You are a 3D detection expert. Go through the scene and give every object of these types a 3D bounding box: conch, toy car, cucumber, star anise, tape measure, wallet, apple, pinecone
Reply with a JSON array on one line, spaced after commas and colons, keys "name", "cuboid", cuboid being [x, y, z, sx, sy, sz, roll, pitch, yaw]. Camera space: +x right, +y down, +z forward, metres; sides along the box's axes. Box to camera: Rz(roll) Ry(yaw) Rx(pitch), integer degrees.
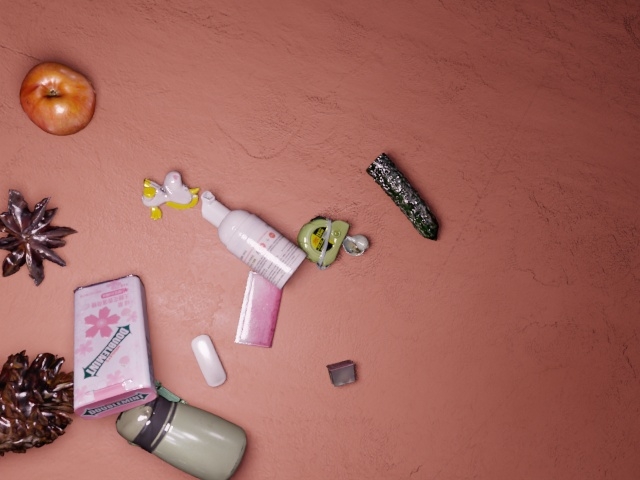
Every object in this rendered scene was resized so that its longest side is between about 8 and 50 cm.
[{"name": "conch", "cuboid": [0.123, 0.014, 1.506, 0.085, 0.056, 0.076, 24, 95, 22]}, {"name": "toy car", "cuboid": [-0.473, 0.476, 1.312, 0.186, 0.058, 0.093, 43, 77, -16]}, {"name": "cucumber", "cuboid": [0.303, -0.143, 1.547, 0.096, 0.096, 0.359, -40, 90, -14]}, {"name": "star anise", "cuboid": [-0.837, -0.007, 1.278, 0.212, 0.129, 0.283, -14, 94, -7]}, {"name": "tape measure", "cuboid": [0.000, 0.000, 1.465, 0.154, 0.087, 0.177, 26, 79, -19]}, {"name": "wallet", "cuboid": [-0.194, 0.222, 1.424, 0.119, 0.025, 0.232, 12, 79, -9]}, {"name": "apple", "cuboid": [-0.783, -0.425, 1.324, 0.209, 0.164, 0.209, 1, 84, -13]}, {"name": "pinecone", "cuboid": [-0.786, 0.416, 1.154, 0.296, 0.298, 0.242, -4, 38, -22]}]

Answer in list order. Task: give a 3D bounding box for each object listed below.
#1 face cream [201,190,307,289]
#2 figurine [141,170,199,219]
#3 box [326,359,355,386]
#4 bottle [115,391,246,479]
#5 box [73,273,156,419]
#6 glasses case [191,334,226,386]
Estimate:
[{"name": "face cream", "cuboid": [-0.228, -0.012, 1.391, 0.369, 0.145, 0.145, 38, 76, 2]}, {"name": "figurine", "cuboid": [-0.474, -0.150, 1.396, 0.178, 0.109, 0.130, -20, 113, -14]}, {"name": "box", "cuboid": [0.070, 0.431, 1.433, 0.084, 0.060, 0.063, -12, 89, -14]}, {"name": "bottle", "cuboid": [-0.390, 0.541, 1.234, 0.347, 0.168, 0.168, 34, 76, -17]}, {"name": "box", "cuboid": [-0.569, 0.276, 1.215, 0.190, 0.112, 0.370, -13, 52, -13]}, {"name": "glasses case", "cuboid": [-0.345, 0.370, 1.362, 0.063, 0.041, 0.164, -25, 88, -13]}]
